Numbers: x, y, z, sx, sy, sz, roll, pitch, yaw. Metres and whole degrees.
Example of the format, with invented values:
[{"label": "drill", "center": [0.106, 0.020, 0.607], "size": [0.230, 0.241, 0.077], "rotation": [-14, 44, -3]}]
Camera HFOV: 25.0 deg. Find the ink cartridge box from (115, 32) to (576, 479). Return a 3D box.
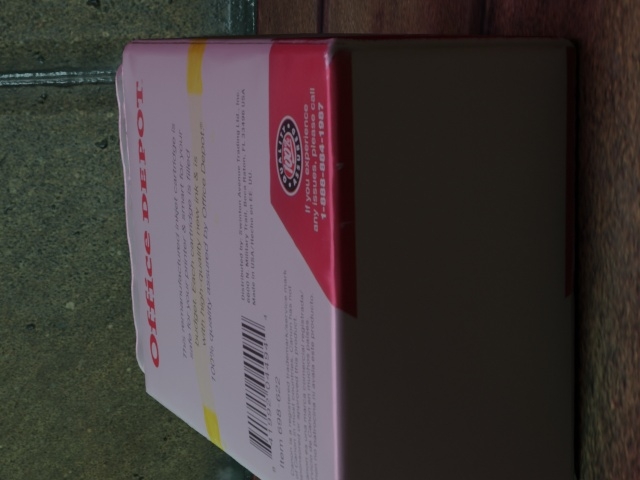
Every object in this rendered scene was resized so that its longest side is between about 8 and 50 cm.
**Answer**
[{"label": "ink cartridge box", "center": [0.000, 0.000, 0.964], "size": [0.385, 0.160, 0.279], "rotation": [-162, 67, -64]}]
